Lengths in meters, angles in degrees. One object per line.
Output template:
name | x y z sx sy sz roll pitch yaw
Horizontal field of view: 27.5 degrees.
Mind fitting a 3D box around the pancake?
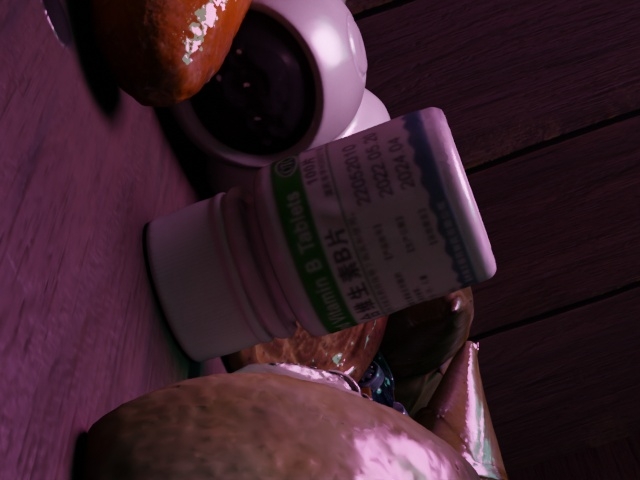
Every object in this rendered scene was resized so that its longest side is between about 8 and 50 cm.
pancake | 0.002 0.040 1.147 0.250 0.031 0.250 -27 125 -47

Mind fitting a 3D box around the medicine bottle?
medicine bottle | 0.000 0.000 0.967 0.139 0.237 0.139 -18 90 -84

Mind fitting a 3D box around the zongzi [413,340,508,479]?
zongzi | 0.153 0.263 1.153 0.251 0.125 0.274 41 62 -25

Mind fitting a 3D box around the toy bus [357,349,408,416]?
toy bus | 0.026 0.185 1.246 0.182 0.103 0.091 -93 159 -48

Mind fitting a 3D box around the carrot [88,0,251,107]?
carrot | -0.127 -0.197 1.018 0.159 0.159 0.225 64 24 -49

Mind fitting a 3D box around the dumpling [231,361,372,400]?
dumpling | -0.016 0.179 0.946 0.172 0.142 0.247 25 40 -28

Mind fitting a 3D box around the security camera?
security camera | -0.043 -0.144 1.204 0.194 0.195 0.236 -100 173 -51

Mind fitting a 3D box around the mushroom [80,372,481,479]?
mushroom | 0.014 0.229 0.691 0.217 0.212 0.292 -113 -174 -55

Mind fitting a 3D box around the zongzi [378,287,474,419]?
zongzi | 0.053 -0.009 1.417 0.393 0.174 0.356 104 -32 -66

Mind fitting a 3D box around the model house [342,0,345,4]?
model house | -0.100 -0.271 1.516 0.211 0.170 0.194 40 23 -14
